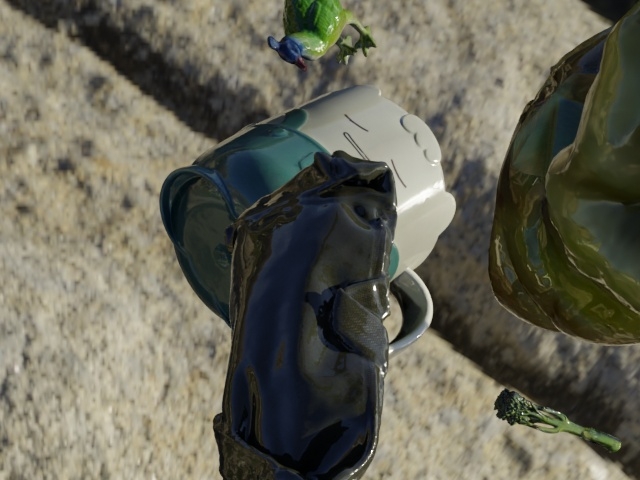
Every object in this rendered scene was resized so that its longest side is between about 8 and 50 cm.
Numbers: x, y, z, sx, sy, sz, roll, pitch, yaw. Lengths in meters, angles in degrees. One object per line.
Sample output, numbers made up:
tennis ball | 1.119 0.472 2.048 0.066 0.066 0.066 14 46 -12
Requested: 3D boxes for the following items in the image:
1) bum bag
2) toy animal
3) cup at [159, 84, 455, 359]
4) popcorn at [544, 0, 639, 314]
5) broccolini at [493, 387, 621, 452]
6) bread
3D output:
bum bag | -0.014 0.077 1.112 0.142 0.080 0.326 -8 58 23
toy animal | 0.011 -0.173 1.034 0.075 0.041 0.217 48 38 -25
cup | 0.000 0.000 1.533 0.257 0.219 0.290 -28 83 -44
popcorn | 0.270 -0.108 0.606 0.292 0.293 0.334 0 68 42
broccolini | 0.222 0.170 1.364 0.140 0.035 0.030 21 98 -25
bread | 0.219 -0.039 0.887 0.158 0.261 0.156 9 18 -44
